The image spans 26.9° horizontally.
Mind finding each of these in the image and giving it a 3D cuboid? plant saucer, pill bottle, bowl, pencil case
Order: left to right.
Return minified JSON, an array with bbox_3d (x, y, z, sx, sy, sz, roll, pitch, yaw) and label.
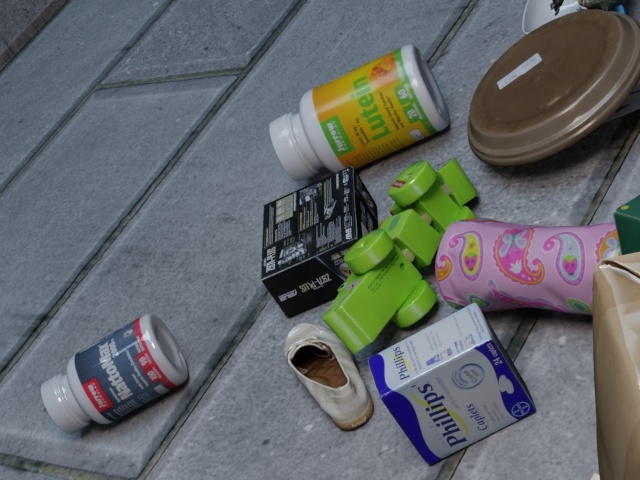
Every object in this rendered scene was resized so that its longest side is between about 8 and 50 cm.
[{"bbox_3d":[-0.281,0.186,1.813,0.180,0.108,0.108,-30,32,7],"label":"pill bottle"},{"bbox_3d":[0.054,-0.181,1.984,0.246,0.136,0.136,-24,33,15],"label":"pill bottle"},{"bbox_3d":[0.306,-0.212,1.787,0.278,0.041,0.278,-32,30,21],"label":"plant saucer"},{"bbox_3d":[0.269,0.035,1.522,0.284,0.124,0.124,3,47,43],"label":"pencil case"},{"bbox_3d":[0.377,-0.342,1.995,0.142,0.053,0.142,-13,38,28],"label":"bowl"}]

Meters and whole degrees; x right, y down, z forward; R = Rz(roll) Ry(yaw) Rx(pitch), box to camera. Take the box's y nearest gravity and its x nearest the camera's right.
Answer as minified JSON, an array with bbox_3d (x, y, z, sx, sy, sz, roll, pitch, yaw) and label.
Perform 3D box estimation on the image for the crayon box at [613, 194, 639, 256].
[{"bbox_3d":[0.531,-0.033,1.306,0.363,0.106,0.313,-29,27,-24],"label":"crayon box"}]

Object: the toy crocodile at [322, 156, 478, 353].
[{"bbox_3d":[0.104,0.009,1.708,0.105,0.115,0.340,-25,25,51],"label":"toy crocodile"}]

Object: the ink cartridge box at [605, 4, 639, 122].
[{"bbox_3d":[0.389,-0.239,1.837,0.104,0.060,0.180,-22,34,19],"label":"ink cartridge box"}]

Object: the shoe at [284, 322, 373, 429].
[{"bbox_3d":[0.004,0.151,1.651,0.076,0.058,0.219,-36,32,-4],"label":"shoe"}]

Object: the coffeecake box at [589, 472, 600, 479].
[{"bbox_3d":[0.266,0.313,1.187,0.142,0.068,0.185,10,52,46],"label":"coffeecake box"}]

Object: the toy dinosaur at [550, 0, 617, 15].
[{"bbox_3d":[0.395,-0.385,1.937,0.118,0.064,0.268,-5,36,33],"label":"toy dinosaur"}]

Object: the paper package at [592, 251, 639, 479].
[{"bbox_3d":[0.371,0.144,1.016,0.309,0.325,0.168,-11,50,5],"label":"paper package"}]

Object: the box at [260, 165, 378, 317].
[{"bbox_3d":[0.000,0.000,1.842,0.147,0.077,0.180,-24,33,15],"label":"box"}]

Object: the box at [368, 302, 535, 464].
[{"bbox_3d":[0.143,0.158,1.456,0.137,0.126,0.072,-29,34,8],"label":"box"}]
